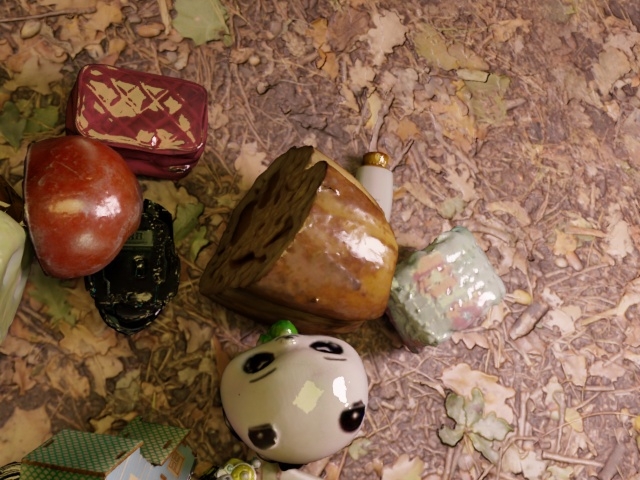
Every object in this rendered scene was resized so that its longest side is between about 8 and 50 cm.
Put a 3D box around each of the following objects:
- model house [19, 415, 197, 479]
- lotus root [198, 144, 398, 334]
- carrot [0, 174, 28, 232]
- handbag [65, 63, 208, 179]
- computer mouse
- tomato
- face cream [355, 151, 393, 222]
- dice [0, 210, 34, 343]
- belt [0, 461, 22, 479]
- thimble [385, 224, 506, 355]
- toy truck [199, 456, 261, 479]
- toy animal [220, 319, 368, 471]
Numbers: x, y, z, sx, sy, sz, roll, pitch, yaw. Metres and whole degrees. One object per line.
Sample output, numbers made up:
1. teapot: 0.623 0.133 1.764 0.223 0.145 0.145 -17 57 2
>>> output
1. model house: -0.299 0.340 1.038 0.178 0.206 0.271 6 56 22
2. lotus root: 0.000 0.000 1.222 0.250 0.316 0.316 28 68 -18
3. carrot: -0.520 -0.079 1.216 0.228 0.069 0.069 46 67 1
4. handbag: -0.296 -0.190 1.274 0.225 0.135 0.146 7 71 -18
5. computer mouse: -0.291 0.041 1.232 0.147 0.077 0.241 2 62 -7
6. tomato: -0.343 -0.057 1.157 0.155 0.180 0.214 -11 55 -3
7. face cream: 0.092 -0.068 1.389 0.072 0.051 0.182 9 72 -12
8. dice: -0.553 0.059 1.060 0.254 0.252 0.249 23 68 -6
9. belt: -0.435 0.374 1.101 0.105 0.058 0.140 36 68 1
10. thimble: 0.189 0.083 1.294 0.211 0.185 0.149 -28 84 -46
11. toy truck: -0.126 0.356 1.168 0.077 0.111 0.076 -39 88 -29
12. toy animal: -0.043 0.222 1.152 0.213 0.266 0.212 4 70 -10
